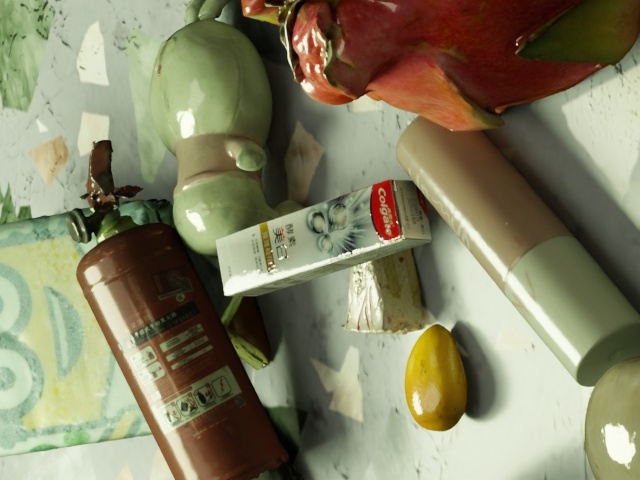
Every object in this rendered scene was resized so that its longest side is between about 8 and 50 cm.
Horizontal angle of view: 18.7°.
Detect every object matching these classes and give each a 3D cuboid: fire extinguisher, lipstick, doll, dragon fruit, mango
[{"bbox_3d":[-0.139,0.070,1.760,0.337,0.106,0.147,63,153,2],"label":"fire extinguisher"},{"bbox_3d":[0.152,0.000,1.496,0.254,0.070,0.070,53,134,34],"label":"lipstick"},{"bbox_3d":[-0.096,-0.099,1.773,0.155,0.113,0.275,-27,75,55],"label":"doll"},{"bbox_3d":[0.075,-0.225,1.435,0.305,0.226,0.305,13,106,54],"label":"dragon fruit"},{"bbox_3d":[0.097,0.114,1.614,0.060,0.046,0.089,-4,80,51],"label":"mango"}]

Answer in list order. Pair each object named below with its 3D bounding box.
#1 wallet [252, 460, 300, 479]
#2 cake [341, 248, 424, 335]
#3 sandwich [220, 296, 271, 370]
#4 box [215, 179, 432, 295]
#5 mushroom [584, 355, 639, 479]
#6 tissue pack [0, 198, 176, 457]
[{"bbox_3d":[-0.101,0.284,1.919,0.146,0.030,0.285,58,136,33],"label":"wallet"},{"bbox_3d":[0.056,0.021,1.647,0.065,0.052,0.121,19,109,54],"label":"cake"},{"bbox_3d":[-0.076,0.082,1.838,0.031,0.044,0.083,-28,76,47],"label":"sandwich"},{"bbox_3d":[0.000,0.000,1.635,0.218,0.039,0.055,-19,77,42],"label":"box"},{"bbox_3d":[0.270,0.117,1.260,0.206,0.206,0.209,2,96,53],"label":"mushroom"},{"bbox_3d":[-0.287,0.094,1.914,0.128,0.311,0.228,2,-101,-82],"label":"tissue pack"}]
